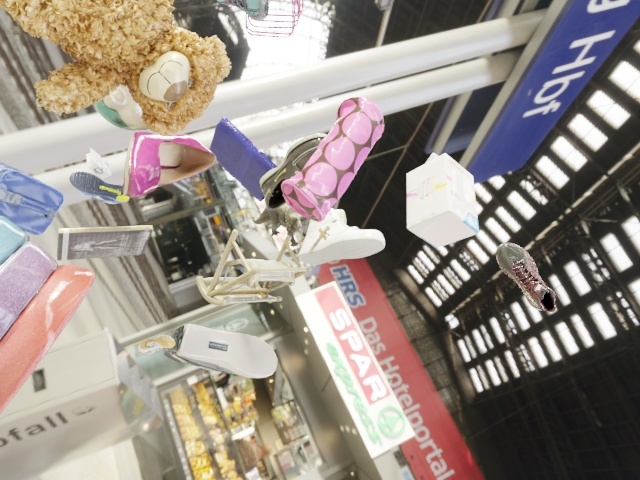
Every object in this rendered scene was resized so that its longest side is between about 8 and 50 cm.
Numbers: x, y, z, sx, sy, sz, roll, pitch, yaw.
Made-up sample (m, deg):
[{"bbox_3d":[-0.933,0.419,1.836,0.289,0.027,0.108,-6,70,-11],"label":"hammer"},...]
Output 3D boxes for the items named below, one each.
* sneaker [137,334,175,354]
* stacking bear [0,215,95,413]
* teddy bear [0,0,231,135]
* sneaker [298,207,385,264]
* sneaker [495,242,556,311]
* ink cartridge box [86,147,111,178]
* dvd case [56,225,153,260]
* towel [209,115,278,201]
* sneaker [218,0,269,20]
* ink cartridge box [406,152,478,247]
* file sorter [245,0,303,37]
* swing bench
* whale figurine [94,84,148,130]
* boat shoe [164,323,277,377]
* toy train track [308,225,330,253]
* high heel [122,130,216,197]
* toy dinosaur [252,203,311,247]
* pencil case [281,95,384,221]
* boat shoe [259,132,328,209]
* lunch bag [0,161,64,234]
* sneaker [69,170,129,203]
[{"bbox_3d":[-0.359,0.229,1.002,0.037,0.083,0.032,-45,-122,29],"label":"sneaker"},{"bbox_3d":[-0.371,0.018,0.395,0.289,0.164,0.175,37,29,-22],"label":"stacking bear"},{"bbox_3d":[-0.268,-0.274,0.558,0.113,0.245,0.338,21,-34,57],"label":"teddy bear"},{"bbox_3d":[0.065,-0.033,1.369,0.292,0.169,0.108,-11,-37,36],"label":"sneaker"},{"bbox_3d":[0.727,0.129,1.589,0.281,0.106,0.162,52,9,1],"label":"sneaker"},{"bbox_3d":[-0.626,-0.214,1.287,0.083,0.028,0.048,63,5,-65],"label":"ink cartridge box"},{"bbox_3d":[-0.577,0.006,1.231,0.164,0.221,0.018,-43,-122,51],"label":"dvd case"},{"bbox_3d":[-0.300,-0.323,1.835,0.308,0.076,0.227,44,-37,2],"label":"towel"},{"bbox_3d":[-0.268,-0.762,1.447,0.262,0.125,0.104,39,-43,29],"label":"sneaker"},{"bbox_3d":[0.218,-0.077,0.834,0.090,0.092,0.143,-26,-133,41],"label":"ink cartridge box"},{"bbox_3d":[-0.173,-0.855,1.649,0.290,0.202,0.182,-138,-132,-76],"label":"file sorter"},{"bbox_3d":[-0.216,0.113,1.491,0.255,0.253,0.165,-48,-120,28],"label":"swing bench"},{"bbox_3d":[-0.446,-0.364,0.993,0.272,0.141,0.216,72,20,-54],"label":"whale figurine"},{"bbox_3d":[-0.310,0.342,1.415,0.158,0.340,0.127,-26,-135,50],"label":"boat shoe"},{"bbox_3d":[0.000,0.000,1.126,0.083,0.014,0.048,-54,-144,16],"label":"toy train track"},{"bbox_3d":[-0.323,-0.172,1.024,0.377,0.181,0.127,-110,-146,-61],"label":"high heel"},{"bbox_3d":[-0.121,-0.078,1.606,0.313,0.121,0.160,26,-45,43],"label":"toy dinosaur"},{"bbox_3d":[0.018,-0.130,0.735,0.098,0.209,0.095,19,-27,34],"label":"pencil case"},{"bbox_3d":[-0.051,-0.142,0.983,0.228,0.081,0.069,-35,-124,45],"label":"boat shoe"},{"bbox_3d":[-0.367,-0.049,0.558,0.065,0.067,0.098,24,-7,23],"label":"lunch bag"},{"bbox_3d":[-0.551,-0.124,1.137,0.059,0.144,0.053,-10,-114,38],"label":"sneaker"}]
